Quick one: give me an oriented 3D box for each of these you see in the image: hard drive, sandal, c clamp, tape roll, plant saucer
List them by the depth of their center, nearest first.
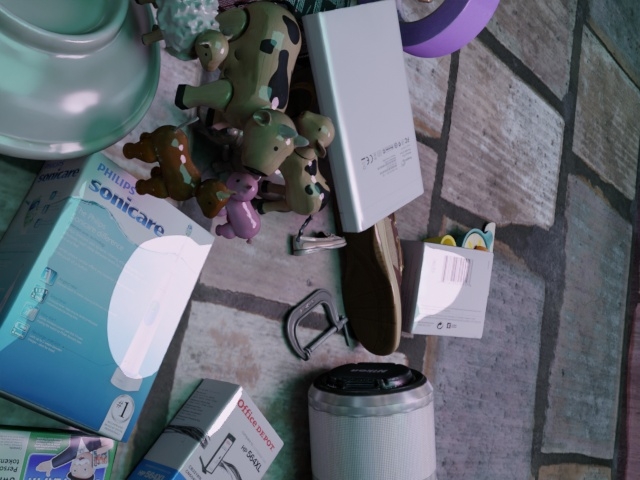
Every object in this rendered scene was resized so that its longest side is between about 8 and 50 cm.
[{"bbox_3d":[-0.327,-0.289,0.806,0.400,0.100,0.400,24,55,-40],"label":"plant saucer"},{"bbox_3d":[0.083,-0.218,1.252,0.233,0.047,0.353,-31,116,-48],"label":"hard drive"},{"bbox_3d":[-0.042,-0.243,1.261,0.180,0.049,0.072,-44,121,-40],"label":"sandal"},{"bbox_3d":[-0.001,0.163,1.329,0.161,0.022,0.137,-28,111,-46],"label":"c clamp"},{"bbox_3d":[0.203,-0.489,1.374,0.090,0.275,0.274,6,86,-48],"label":"tape roll"}]

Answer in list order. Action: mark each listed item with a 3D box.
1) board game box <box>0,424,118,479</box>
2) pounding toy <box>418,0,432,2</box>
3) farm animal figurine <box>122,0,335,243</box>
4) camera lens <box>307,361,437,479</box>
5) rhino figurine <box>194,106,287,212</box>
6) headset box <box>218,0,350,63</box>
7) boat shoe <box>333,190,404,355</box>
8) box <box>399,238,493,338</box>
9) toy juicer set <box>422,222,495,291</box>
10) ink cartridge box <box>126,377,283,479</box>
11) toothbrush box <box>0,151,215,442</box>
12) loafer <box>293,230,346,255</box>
[{"bbox_3d":[-0.399,0.323,0.850,0.317,0.046,0.213,23,74,-47],"label":"board game box"},{"bbox_3d":[0.122,-0.504,1.206,0.269,0.155,0.154,4,91,-51],"label":"pounding toy"},{"bbox_3d":[-0.076,-0.155,0.935,0.330,0.172,0.326,-3,94,-62],"label":"farm animal figurine"},{"bbox_3d":[0.091,0.362,1.284,0.219,0.219,0.274,-6,94,-49],"label":"camera lens"},{"bbox_3d":[-0.111,-0.127,1.138,0.243,0.106,0.073,49,54,-37],"label":"rhino figurine"},{"bbox_3d":[-0.075,-0.454,1.176,0.293,0.110,0.218,24,72,-47],"label":"headset box"},{"bbox_3d":[0.115,0.044,1.395,0.123,0.123,0.342,-15,95,-47],"label":"boat shoe"},{"bbox_3d":[0.231,0.096,1.473,0.181,0.119,0.182,8,90,-28],"label":"box"},{"bbox_3d":[0.353,0.076,1.688,0.329,0.089,0.209,-11,98,-49],"label":"toy juicer set"},{"bbox_3d":[-0.166,0.330,1.088,0.203,0.086,0.148,-53,127,-34],"label":"ink cartridge box"},{"bbox_3d":[-0.292,0.069,0.912,0.216,0.126,0.295,39,62,-40],"label":"toothbrush box"},{"bbox_3d":[0.000,0.000,1.317,0.125,0.045,0.039,-13,93,-46],"label":"loafer"}]
